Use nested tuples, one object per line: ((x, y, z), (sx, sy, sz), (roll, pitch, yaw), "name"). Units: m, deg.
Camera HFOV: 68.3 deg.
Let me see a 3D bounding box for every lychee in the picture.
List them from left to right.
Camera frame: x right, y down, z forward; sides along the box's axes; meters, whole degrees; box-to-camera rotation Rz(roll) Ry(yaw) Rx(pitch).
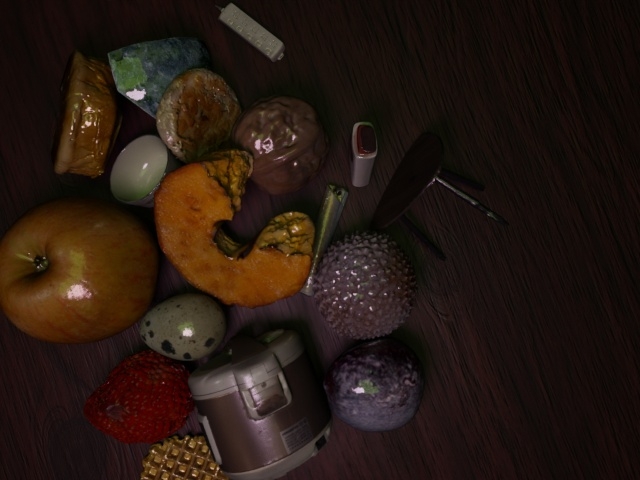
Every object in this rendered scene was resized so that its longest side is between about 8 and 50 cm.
((0.116, 0.121, 1.248), (0.299, 0.300, 0.300), (0, 88, 0), "lychee")

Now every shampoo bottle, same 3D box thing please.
((0.113, -0.243, 1.255), (0.071, 0.284, 0.153), (-2, 86, 2), "shampoo bottle")

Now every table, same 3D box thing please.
((0.341, -0.120, 1.294), (0.249, 0.317, 0.318), (30, 88, -12), "table")

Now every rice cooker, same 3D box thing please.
((-0.158, 0.398, 1.208), (0.334, 0.335, 0.326), (-21, 90, -1), "rice cooker")

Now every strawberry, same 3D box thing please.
((-0.460, 0.414, 1.227), (0.238, 0.288, 0.250), (33, 81, 6), "strawberry")

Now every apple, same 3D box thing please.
((-0.622, 0.077, 1.216), (0.399, 0.333, 0.401), (0, 88, -1), "apple")

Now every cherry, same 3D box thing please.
((0.152, 0.382, 1.252), (0.296, 0.218, 0.255), (-3, 125, -25), "cherry")

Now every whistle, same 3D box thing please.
((0.000, 0.000, 1.358), (0.067, 0.057, 0.327), (19, 88, -1), "whistle")

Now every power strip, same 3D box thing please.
((-0.213, -0.623, 1.395), (0.252, 0.027, 0.060), (38, 88, 1), "power strip")

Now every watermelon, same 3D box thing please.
((-0.435, -0.428, 1.354), (0.320, 0.213, 0.290), (-43, 128, -38), "watermelon")

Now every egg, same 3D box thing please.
((-0.363, 0.229, 1.251), (0.227, 0.177, 0.177), (-1, 88, -8), "egg")

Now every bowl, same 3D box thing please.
((-0.471, -0.181, 1.318), (0.211, 0.112, 0.212), (-8, 71, 23), "bowl")

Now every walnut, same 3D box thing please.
((-0.108, -0.257, 1.282), (0.273, 0.273, 0.227), (-48, 58, -2), "walnut")

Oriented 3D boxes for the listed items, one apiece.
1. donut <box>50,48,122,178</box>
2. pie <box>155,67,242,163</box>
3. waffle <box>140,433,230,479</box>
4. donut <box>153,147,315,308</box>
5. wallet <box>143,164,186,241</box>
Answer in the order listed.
((-0.623, -0.331, 1.268), (0.159, 0.330, 0.330), (7, 88, -26), "donut")
((-0.324, -0.330, 1.291), (0.055, 0.274, 0.275), (8, 87, 42), "pie")
((-0.378, 0.676, 1.333), (0.248, 0.056, 0.254), (-12, 89, 0), "waffle")
((-0.230, -0.025, 1.234), (0.377, 0.164, 0.435), (-30, 114, 32), "donut")
((-0.413, -0.094, 1.368), (0.124, 0.042, 0.230), (36, 86, 7), "wallet")
